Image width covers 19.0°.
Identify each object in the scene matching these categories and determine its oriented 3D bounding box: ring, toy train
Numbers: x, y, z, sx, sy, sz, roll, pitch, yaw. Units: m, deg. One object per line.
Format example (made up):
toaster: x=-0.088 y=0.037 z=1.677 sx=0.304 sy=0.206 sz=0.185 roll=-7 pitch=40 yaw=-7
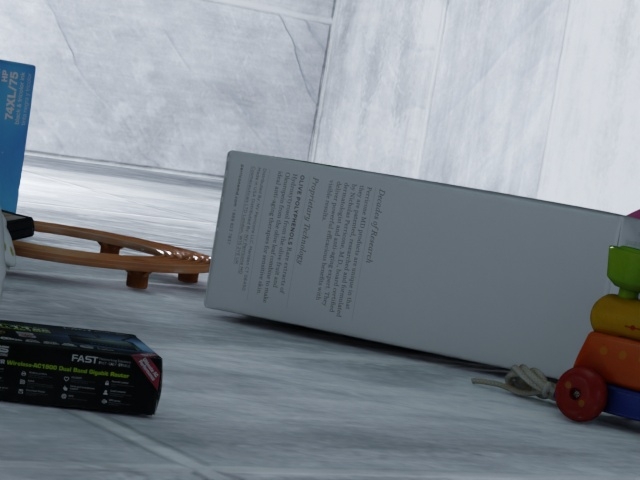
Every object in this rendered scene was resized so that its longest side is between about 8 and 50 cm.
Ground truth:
ring: x=-0.270 y=0.010 z=1.952 sx=0.337 sy=0.032 sz=0.336 roll=9 pitch=3 yaw=-1
toy train: x=0.227 y=0.067 z=1.469 sx=0.248 sy=0.143 sz=0.105 roll=13 pitch=5 yaw=37

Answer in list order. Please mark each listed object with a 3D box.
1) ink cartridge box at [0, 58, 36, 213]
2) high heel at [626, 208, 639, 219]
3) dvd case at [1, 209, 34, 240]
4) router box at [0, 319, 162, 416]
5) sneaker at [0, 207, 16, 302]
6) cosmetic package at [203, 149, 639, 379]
ink cartridge box: x=-0.511 y=-0.137 z=2.258 sx=0.270 sy=0.197 sz=0.198 roll=6 pitch=5 yaw=-36
high heel: x=0.254 y=0.019 z=1.936 sx=0.127 sy=0.181 sz=0.377 roll=6 pitch=5 yaw=-40
dvd case: x=-0.416 y=-0.019 z=1.800 sx=0.180 sy=0.022 sz=0.253 roll=-14 pitch=19 yaw=-43
router box: x=-0.166 y=0.077 z=1.186 sx=0.122 sy=0.038 sz=0.092 roll=8 pitch=4 yaw=-18
sneaker: x=-0.267 y=0.008 z=1.407 sx=0.108 sy=0.169 sz=0.292 roll=-29 pitch=44 yaw=-1
cosmetic package: x=0.103 y=0.024 z=1.739 sx=0.366 sy=0.155 sz=0.197 roll=9 pitch=1 yaw=17
